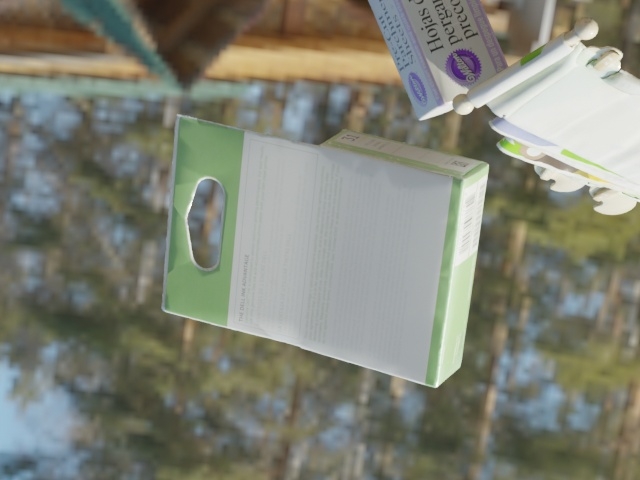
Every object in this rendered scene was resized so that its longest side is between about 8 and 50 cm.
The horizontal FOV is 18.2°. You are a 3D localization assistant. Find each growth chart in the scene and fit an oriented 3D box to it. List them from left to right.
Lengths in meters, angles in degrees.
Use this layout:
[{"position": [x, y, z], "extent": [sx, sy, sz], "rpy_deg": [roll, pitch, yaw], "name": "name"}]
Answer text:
[{"position": [0.212, -0.076, 1.441], "extent": [0.237, 0.021, 0.172], "rpy_deg": [25, 148, -32], "name": "growth chart"}]

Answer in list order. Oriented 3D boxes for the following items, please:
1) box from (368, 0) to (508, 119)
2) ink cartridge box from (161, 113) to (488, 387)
[{"position": [0.049, -0.255, 1.532], "extent": [0.063, 0.324, 0.067], "rpy_deg": [-22, 179, -17], "name": "box"}, {"position": [0.000, 0.000, 1.512], "extent": [0.235, 0.171, 0.056], "rpy_deg": [15, -157, 21], "name": "ink cartridge box"}]
